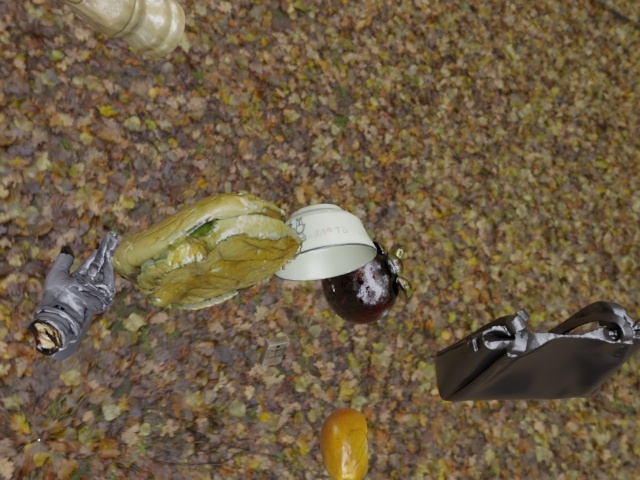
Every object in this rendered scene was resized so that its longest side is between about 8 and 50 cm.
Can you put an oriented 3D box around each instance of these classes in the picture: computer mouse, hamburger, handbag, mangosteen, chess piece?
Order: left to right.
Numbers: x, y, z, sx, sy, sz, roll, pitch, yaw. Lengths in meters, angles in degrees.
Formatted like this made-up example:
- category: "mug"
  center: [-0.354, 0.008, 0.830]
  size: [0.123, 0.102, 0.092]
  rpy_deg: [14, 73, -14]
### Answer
- category: "computer mouse"
  center: [-0.719, 0.227, 1.463]
  size: [0.120, 0.057, 0.232]
  rpy_deg: [58, 37, -48]
- category: "chess piece"
  center: [-0.404, -0.440, 0.933]
  size: [0.301, 0.137, 0.137]
  rpy_deg: [0, 69, -58]
- category: "hamburger"
  center: [-0.179, 0.013, 0.822]
  size: [0.134, 0.285, 0.265]
  rpy_deg: [67, 13, 22]
- category: "mangosteen"
  center: [0.159, 0.156, 1.891]
  size: [0.330, 0.330, 0.330]
  rpy_deg: [11, 66, -25]
- category: "handbag"
  center: [0.348, 0.183, 0.824]
  size: [0.285, 0.257, 0.113]
  rpy_deg: [0, 60, -4]

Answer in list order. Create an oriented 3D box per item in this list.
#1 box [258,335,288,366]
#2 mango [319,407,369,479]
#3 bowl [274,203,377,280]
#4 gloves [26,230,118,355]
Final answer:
- category: "box"
  center: [-0.113, 0.265, 1.216]
  size: [0.053, 0.083, 0.024]
  rpy_deg: [-5, 46, -30]
- category: "mango"
  center: [0.063, 0.533, 1.313]
  size: [0.126, 0.252, 0.154]
  rpy_deg: [-13, 101, 9]
- category: "bowl"
  center: [0.000, 0.000, 1.151]
  size: [0.237, 0.238, 0.126]
  rpy_deg: [2, 66, -28]
- category: "gloves"
  center: [-0.473, 0.090, 0.985]
  size: [0.142, 0.119, 0.285]
  rpy_deg: [24, 45, -9]
